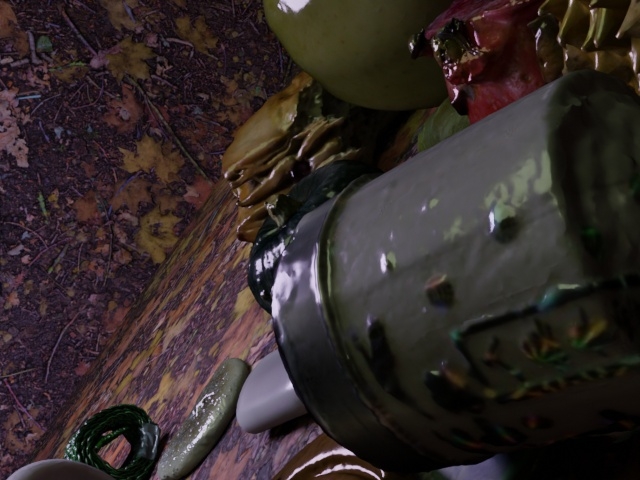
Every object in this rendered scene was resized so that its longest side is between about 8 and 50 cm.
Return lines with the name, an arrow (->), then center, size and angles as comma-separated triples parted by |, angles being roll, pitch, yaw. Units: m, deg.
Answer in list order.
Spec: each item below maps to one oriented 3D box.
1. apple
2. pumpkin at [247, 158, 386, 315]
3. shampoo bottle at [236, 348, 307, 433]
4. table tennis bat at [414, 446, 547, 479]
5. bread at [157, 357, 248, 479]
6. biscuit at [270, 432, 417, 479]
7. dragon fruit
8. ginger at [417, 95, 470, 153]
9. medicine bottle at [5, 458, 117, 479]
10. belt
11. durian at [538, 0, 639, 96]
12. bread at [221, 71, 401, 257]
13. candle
apple -> 0.104, -0.331, 1.003 | 0.357, 0.357, 0.357 | -48, 15, 17
pumpkin -> 0.002, 0.000, 0.929 | 0.211, 0.152, 0.211 | -40, 5, 4
shampoo bottle -> -0.012, 0.135, 0.854 | 0.221, 0.051, 0.108 | -36, 19, 49
table tennis bat -> 0.104, 0.104, 0.607 | 0.160, 0.039, 0.257 | -42, 20, 29
bread -> -0.151, 0.234, 1.088 | 0.193, 0.036, 0.112 | -59, 17, -21
biscuit -> -0.022, 0.268, 0.502 | 0.314, 0.063, 0.367 | -51, 16, 28
dragon fruit -> 0.187, -0.174, 0.665 | 0.282, 0.147, 0.211 | -38, 31, -17
ginger -> 0.146, -0.080, 0.817 | 0.290, 0.089, 0.137 | -89, 14, -58
medicine bottle -> -0.357, 0.434, 0.904 | 0.371, 0.211, 0.211 | -48, 15, 18
belt -> -0.312, 0.317, 1.224 | 0.079, 0.121, 0.151 | -47, 3, 39
durian -> 0.217, -0.133, 0.423 | 0.185, 0.305, 0.196 | -50, 41, 20
bread -> -0.012, -0.155, 1.275 | 0.370, 0.191, 0.314 | -47, 14, 14
candle -> 0.133, 0.012, 0.429 | 0.330, 0.187, 0.187 | -27, 28, 41
